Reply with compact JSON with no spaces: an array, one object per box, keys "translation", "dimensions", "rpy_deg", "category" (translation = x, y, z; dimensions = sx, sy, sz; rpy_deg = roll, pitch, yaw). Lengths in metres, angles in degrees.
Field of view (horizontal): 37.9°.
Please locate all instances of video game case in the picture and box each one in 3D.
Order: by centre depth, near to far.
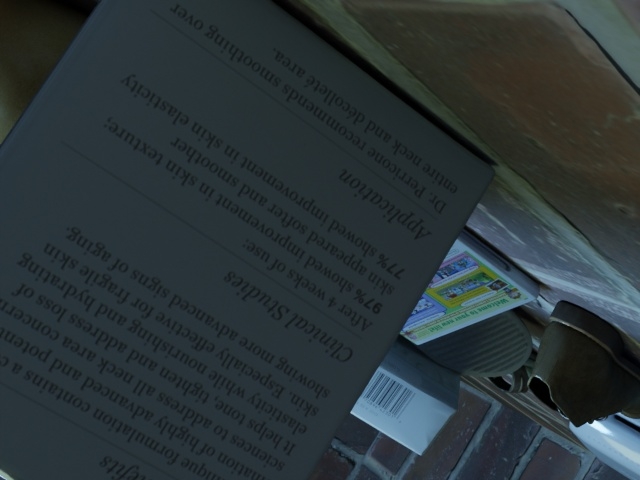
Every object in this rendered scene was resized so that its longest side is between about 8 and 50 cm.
[{"translation":[0.117,0.043,1.110],"dimensions":[0.193,0.023,0.212],"rpy_deg":[35,142,-21],"category":"video game case"}]

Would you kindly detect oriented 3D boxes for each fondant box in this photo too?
[{"translation":[0.090,0.147,1.408],"dimensions":[0.238,0.096,0.330],"rpy_deg":[31,-159,-1],"category":"fondant box"}]

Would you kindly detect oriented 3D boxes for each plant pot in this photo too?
[{"translation":[-0.337,-0.200,1.165],"dimensions":[0.254,0.237,0.237],"rpy_deg":[45,180,26],"category":"plant pot"}]

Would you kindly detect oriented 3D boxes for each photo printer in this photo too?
[{"translation":[0.513,0.320,1.413],"dimensions":[0.256,0.107,0.307],"rpy_deg":[29,174,29],"category":"photo printer"}]

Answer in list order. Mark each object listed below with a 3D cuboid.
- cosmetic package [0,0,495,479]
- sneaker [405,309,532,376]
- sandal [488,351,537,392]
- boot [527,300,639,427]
[{"translation":[-0.135,0.008,0.817],"dimensions":[0.329,0.394,0.327],"rpy_deg":[35,174,-19],"category":"cosmetic package"},{"translation":[0.142,0.064,1.345],"dimensions":[0.366,0.135,0.150],"rpy_deg":[29,-155,-12],"category":"sneaker"},{"translation":[0.325,0.217,1.655],"dimensions":[0.303,0.086,0.120],"rpy_deg":[37,173,-38],"category":"sandal"},{"translation":[0.338,0.182,1.168],"dimensions":[0.112,0.115,0.305],"rpy_deg":[25,172,42],"category":"boot"}]
